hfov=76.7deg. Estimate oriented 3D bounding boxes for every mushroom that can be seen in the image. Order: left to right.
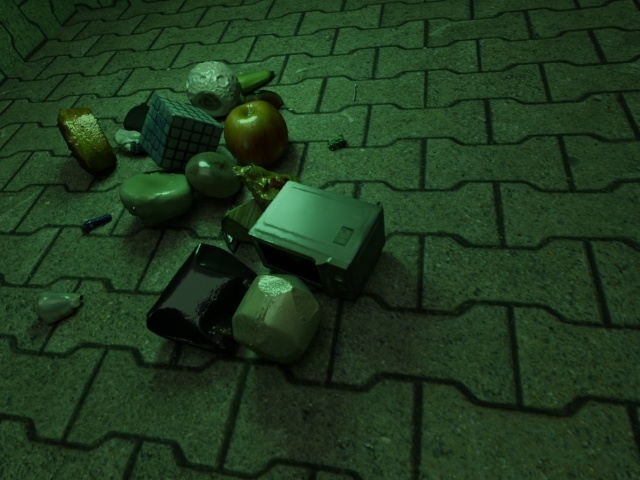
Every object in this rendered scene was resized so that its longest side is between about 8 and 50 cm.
[{"bbox_3d":[-0.431,-0.253,1.630,0.226,0.178,0.226,19,28,-11],"label":"mushroom"}]

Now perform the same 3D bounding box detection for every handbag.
[{"bbox_3d":[-0.340,0.195,1.294,0.288,0.152,0.342,23,64,14],"label":"handbag"}]

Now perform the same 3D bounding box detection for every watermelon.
[{"bbox_3d":[-0.270,-0.677,1.954,0.145,0.137,0.193,-47,16,-20],"label":"watermelon"}]

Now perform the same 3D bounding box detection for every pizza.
[{"bbox_3d":[-0.196,-0.197,1.488,0.075,0.288,0.280,-38,36,40],"label":"pizza"}]

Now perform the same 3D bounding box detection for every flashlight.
[{"bbox_3d":[-0.935,-0.078,1.694,0.121,0.035,0.057,-21,27,-9],"label":"flashlight"}]

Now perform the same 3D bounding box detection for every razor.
[{"bbox_3d":[-0.788,-0.594,1.998,0.349,0.113,0.204,6,54,19],"label":"razor"}]

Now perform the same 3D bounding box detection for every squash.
[{"bbox_3d":[-0.267,-0.134,1.517,0.111,0.203,0.288,-22,47,39],"label":"squash"},{"bbox_3d":[-0.335,-0.845,2.116,0.224,0.094,0.094,-29,53,-18],"label":"squash"}]

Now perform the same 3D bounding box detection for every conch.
[{"bbox_3d":[-0.939,0.235,1.445,0.176,0.094,0.104,1,34,-20],"label":"conch"}]

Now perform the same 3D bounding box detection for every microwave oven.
[{"bbox_3d":[0.000,0.000,1.312,0.355,0.218,0.286,18,58,24],"label":"microwave oven"}]

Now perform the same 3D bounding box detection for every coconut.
[{"bbox_3d":[-0.117,0.210,1.162,0.245,0.245,0.247,17,66,23],"label":"coconut"}]

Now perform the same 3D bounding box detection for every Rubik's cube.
[{"bbox_3d":[-0.588,-0.443,1.713,0.237,0.238,0.237,41,115,34],"label":"Rubik's cube"}]

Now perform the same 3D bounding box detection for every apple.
[{"bbox_3d":[-0.267,-0.447,1.698,0.286,0.233,0.286,-7,51,8],"label":"apple"}]

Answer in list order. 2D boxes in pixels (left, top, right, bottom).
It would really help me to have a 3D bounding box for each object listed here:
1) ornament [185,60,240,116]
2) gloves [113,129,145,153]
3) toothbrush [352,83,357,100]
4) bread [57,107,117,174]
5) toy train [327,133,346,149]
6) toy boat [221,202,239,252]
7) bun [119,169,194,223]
[{"bbox_3d":[-0.518,-0.734,1.960,0.259,0.259,0.225,-2,58,11],"label":"ornament"},{"bbox_3d":[-0.889,-0.472,1.941,0.229,0.097,0.119,19,73,27],"label":"gloves"},{"bbox_3d":[0.164,-0.709,1.941,0.013,0.011,0.131,-13,49,30],"label":"toothbrush"},{"bbox_3d":[-1.064,-0.452,1.852,0.172,0.312,0.312,-26,52,-19],"label":"bread"},{"bbox_3d":[0.067,-0.418,1.729,0.083,0.033,0.053,-20,47,-2],"label":"toy train"},{"bbox_3d":[-0.340,-0.052,1.538,0.080,0.046,0.229,-12,50,0],"label":"toy boat"},{"bbox_3d":[-0.640,-0.159,1.612,0.283,0.179,0.283,1,35,-1],"label":"bun"}]
